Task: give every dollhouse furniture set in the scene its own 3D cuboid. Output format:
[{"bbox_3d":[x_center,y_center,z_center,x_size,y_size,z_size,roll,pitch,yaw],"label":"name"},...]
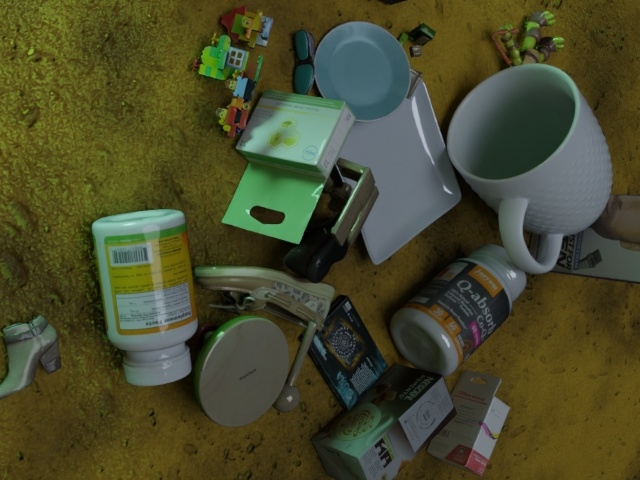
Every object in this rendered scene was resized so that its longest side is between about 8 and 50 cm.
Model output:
[{"bbox_3d":[0.003,-0.065,1.354,0.123,0.151,0.144,-63,159,-13],"label":"dollhouse furniture set"},{"bbox_3d":[0.162,-0.343,1.543,0.076,0.058,0.152,30,78,-13],"label":"dollhouse furniture set"}]

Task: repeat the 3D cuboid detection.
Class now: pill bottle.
[{"bbox_3d":[-0.257,0.084,1.200,0.136,0.136,0.246,-13,102,-37],"label":"pill bottle"},{"bbox_3d":[0.283,0.134,1.619,0.278,0.162,0.162,-38,116,-29],"label":"pill bottle"}]

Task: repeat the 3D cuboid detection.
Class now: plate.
[{"bbox_3d":[0.075,-0.307,1.470,0.188,0.024,0.188,2,84,-15],"label":"plate"},{"bbox_3d":[0.139,-0.137,1.554,0.278,0.045,0.277,-36,114,-31],"label":"plate"}]

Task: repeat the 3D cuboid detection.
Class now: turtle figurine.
[{"bbox_3d":[0.463,-0.385,1.764,0.269,0.087,0.217,47,58,-22],"label":"turtle figurine"}]

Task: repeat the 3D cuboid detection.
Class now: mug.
[{"bbox_3d":[0.444,-0.114,1.642,0.328,0.276,0.374,39,58,-44],"label":"mug"}]

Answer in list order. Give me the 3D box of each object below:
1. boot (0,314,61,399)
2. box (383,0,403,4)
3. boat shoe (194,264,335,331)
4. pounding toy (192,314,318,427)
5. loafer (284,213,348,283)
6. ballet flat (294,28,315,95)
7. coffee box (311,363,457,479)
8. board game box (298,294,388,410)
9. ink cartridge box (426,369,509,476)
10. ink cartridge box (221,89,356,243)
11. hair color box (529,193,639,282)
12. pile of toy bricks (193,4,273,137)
[{"bbox_3d":[-0.427,0.163,1.138,0.118,0.042,0.087,-30,106,-34],"label":"boot"},{"bbox_3d":[0.103,-0.535,1.413,0.247,0.163,0.142,13,84,-38],"label":"box"},{"bbox_3d":[-0.088,0.096,1.356,0.285,0.104,0.089,14,82,-39],"label":"boat shoe"},{"bbox_3d":[-0.135,0.202,1.335,0.236,0.110,0.183,6,97,-45],"label":"pounding toy"},{"bbox_3d":[0.000,0.000,1.407,0.220,0.078,0.080,-43,149,-63],"label":"loafer"},{"bbox_3d":[-0.023,-0.312,1.415,0.041,0.041,0.114,-7,99,-38],"label":"ballet flat"},{"bbox_3d":[0.124,0.353,1.526,0.246,0.141,0.098,-36,114,-30],"label":"coffee box"},{"bbox_3d":[0.046,0.213,1.524,0.126,0.026,0.186,-43,119,-27],"label":"board game box"},{"bbox_3d":[0.321,0.382,1.700,0.067,0.115,0.198,38,72,-33],"label":"ink cartridge box"},{"bbox_3d":[-0.064,-0.126,1.312,0.056,0.171,0.235,45,65,-53],"label":"ink cartridge box"},{"bbox_3d":[0.631,-0.006,1.769,0.110,0.338,0.185,11,87,-39],"label":"hair color box"},{"bbox_3d":[-0.150,-0.278,1.287,0.105,0.118,0.212,14,95,-6],"label":"pile of toy bricks"}]
